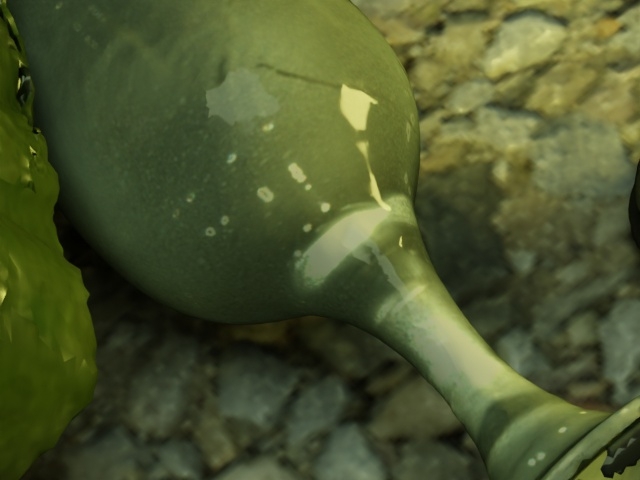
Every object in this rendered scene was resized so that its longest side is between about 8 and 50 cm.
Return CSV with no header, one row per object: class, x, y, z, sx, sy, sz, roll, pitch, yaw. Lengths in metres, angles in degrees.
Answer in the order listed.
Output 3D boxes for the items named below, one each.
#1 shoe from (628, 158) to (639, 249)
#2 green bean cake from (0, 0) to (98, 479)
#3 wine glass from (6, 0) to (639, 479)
shoe,0.252,-0.015,0.604,0.293,0.149,0.109,15,58,15
green bean cake,-0.268,-0.029,0.564,0.319,0.218,0.335,-32,64,14
wine glass,0.000,0.000,0.622,0.143,0.143,0.321,-35,62,-17
